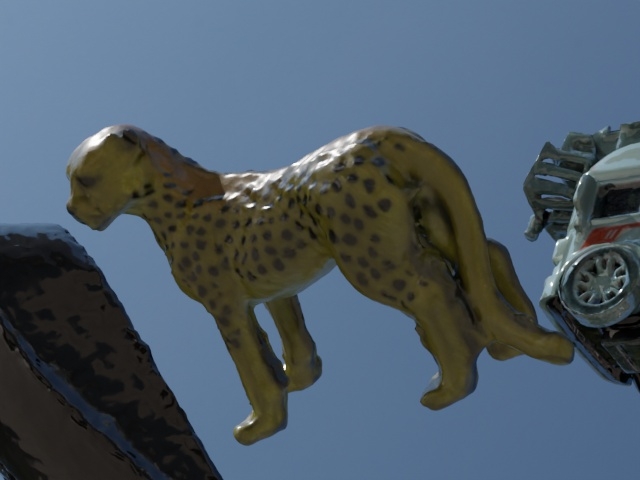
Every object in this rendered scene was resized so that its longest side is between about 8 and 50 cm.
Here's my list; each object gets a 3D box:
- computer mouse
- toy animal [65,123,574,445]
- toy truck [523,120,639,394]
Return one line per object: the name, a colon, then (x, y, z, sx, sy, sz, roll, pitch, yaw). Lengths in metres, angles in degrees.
computer mouse: (-0.125, 0.114, 0.828, 0.295, 0.087, 0.168, 52, -25, 27)
toy animal: (0.000, 0.000, 0.582, 0.181, 0.073, 0.136, -13, -72, 43)
toy truck: (0.281, -0.006, 0.950, 0.338, 0.184, 0.133, -7, -37, 36)
